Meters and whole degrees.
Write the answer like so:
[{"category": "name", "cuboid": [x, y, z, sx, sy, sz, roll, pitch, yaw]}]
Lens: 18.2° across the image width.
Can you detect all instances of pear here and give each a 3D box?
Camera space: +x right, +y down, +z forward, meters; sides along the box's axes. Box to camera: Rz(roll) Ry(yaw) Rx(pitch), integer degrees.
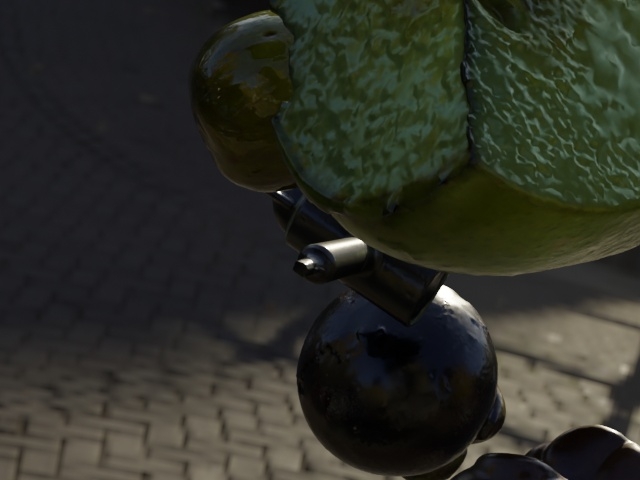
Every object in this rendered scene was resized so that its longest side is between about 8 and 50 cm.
[{"category": "pear", "cuboid": [0.118, -0.099, 1.140, 0.292, 0.292, 0.159, -1, -21, -36]}]

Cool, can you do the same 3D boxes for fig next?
[{"category": "fig", "cuboid": [-0.011, -0.115, 1.554, 0.186, 0.142, 0.148, -5, 41, -10]}]

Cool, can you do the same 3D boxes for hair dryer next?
[{"category": "hair dryer", "cuboid": [0.000, 0.000, 1.784, 0.196, 0.078, 0.248, 33, 10, 12]}]

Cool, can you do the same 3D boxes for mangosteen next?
[{"category": "mangosteen", "cuboid": [0.090, 0.157, 2.021, 0.211, 0.250, 0.211, -15, 43, 14]}]

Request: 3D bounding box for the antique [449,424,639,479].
[{"category": "antique", "cuboid": [0.085, 0.226, 1.024, 0.121, 0.256, 0.143, 32, 24, 30]}]
